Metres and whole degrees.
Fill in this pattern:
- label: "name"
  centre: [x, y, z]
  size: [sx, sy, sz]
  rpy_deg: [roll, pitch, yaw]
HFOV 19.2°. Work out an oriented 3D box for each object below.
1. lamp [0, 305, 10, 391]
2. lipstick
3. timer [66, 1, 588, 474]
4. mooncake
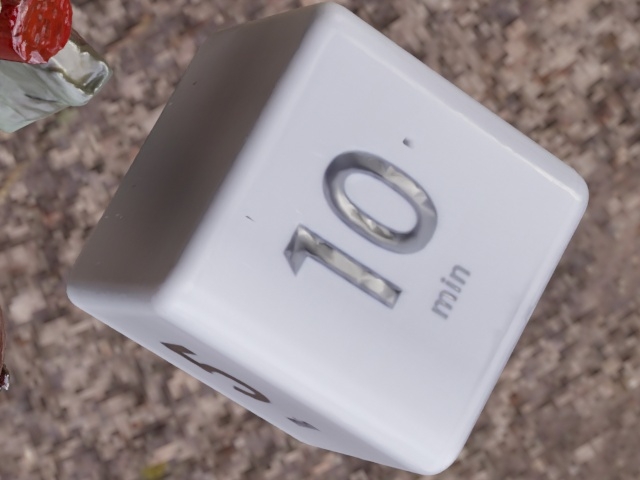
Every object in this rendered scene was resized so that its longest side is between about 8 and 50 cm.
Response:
- label: "lamp"
  centre: [-0.341, 0.060, 1.372]
  size: [0.180, 0.180, 0.258]
  rpy_deg: [-39, 134, 11]
- label: "lipstick"
  centre: [-0.320, -0.186, 1.483]
  size: [0.073, 0.280, 0.073]
  rpy_deg: [-23, 118, -52]
- label: "timer"
  centre: [0.000, 0.000, 1.082]
  size: [0.195, 0.194, 0.192]
  rpy_deg: [33, 77, -21]
- label: "mooncake"
  centre: [-0.251, -0.159, 1.562]
  size: [0.125, 0.073, 0.130]
  rpy_deg: [-14, 134, 42]
